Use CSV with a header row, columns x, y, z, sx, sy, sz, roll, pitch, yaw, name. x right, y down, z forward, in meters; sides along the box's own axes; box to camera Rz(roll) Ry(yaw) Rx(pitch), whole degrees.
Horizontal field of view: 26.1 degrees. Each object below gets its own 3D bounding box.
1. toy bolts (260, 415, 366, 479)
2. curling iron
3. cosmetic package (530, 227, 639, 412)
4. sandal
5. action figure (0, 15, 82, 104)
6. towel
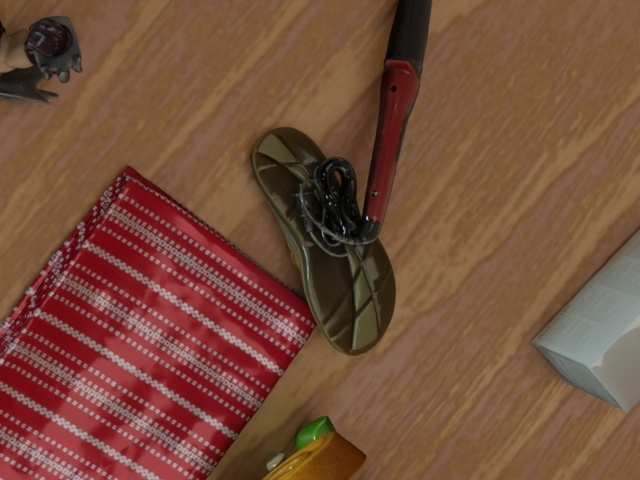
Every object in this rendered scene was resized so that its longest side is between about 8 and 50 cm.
x,y,z,sx,sy,sz,roll,pitch,yaw,name
-0.025,0.253,0.968,0.228,0.218,0.158,-37,90,-14,toy bolts
0.047,-0.120,1.022,0.068,0.035,0.274,21,81,-11,curling iron
0.288,0.026,1.114,0.239,0.099,0.060,-45,111,-8,cosmetic package
0.000,0.000,1.045,0.072,0.049,0.180,-27,90,-19,sandal
-0.230,-0.175,0.864,0.185,0.099,0.285,10,133,-18,action figure
-0.148,0.110,1.016,0.199,0.031,0.275,38,85,-20,towel
